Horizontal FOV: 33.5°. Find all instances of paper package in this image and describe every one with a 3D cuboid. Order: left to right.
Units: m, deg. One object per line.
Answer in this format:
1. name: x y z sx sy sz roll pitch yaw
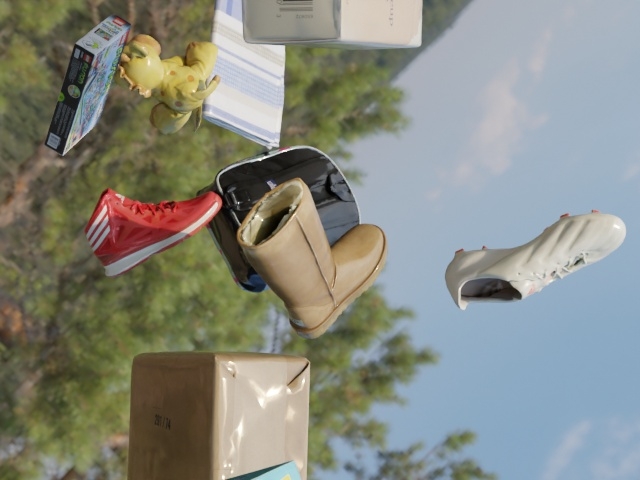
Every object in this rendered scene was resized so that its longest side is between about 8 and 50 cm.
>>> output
1. paper package: -0.171 0.330 1.691 0.325 0.168 0.309 -11 -104 55

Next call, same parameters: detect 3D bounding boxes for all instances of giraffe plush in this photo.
1. giraffe plush: -0.291 -0.289 1.868 0.181 0.170 0.210 -54 -152 19

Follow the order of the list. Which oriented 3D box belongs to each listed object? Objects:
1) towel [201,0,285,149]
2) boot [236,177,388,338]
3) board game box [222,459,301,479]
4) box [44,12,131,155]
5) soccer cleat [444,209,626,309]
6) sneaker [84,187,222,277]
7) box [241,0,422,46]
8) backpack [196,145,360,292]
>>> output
1. towel: -0.149 -0.343 2.120 0.034 0.209 0.285 -9 -109 41
2. boot: 0.000 0.000 1.600 0.236 0.089 0.269 -55 147 -23
3. board game box: -0.119 0.427 1.290 0.336 0.253 0.079 -26 172 43
4. box: -0.358 -0.238 1.629 0.207 0.036 0.114 -60 179 41
5. soccer cleat: 0.229 0.027 1.122 0.196 0.068 0.076 -17 -143 14
6. sneaker: -0.276 -0.046 1.698 0.221 0.128 0.087 -33 -165 -8
7. box: 0.023 -0.305 1.282 0.121 0.148 0.311 3 -169 21
8. backpack: -0.067 -0.040 1.851 0.254 0.225 0.191 -25 172 -30
